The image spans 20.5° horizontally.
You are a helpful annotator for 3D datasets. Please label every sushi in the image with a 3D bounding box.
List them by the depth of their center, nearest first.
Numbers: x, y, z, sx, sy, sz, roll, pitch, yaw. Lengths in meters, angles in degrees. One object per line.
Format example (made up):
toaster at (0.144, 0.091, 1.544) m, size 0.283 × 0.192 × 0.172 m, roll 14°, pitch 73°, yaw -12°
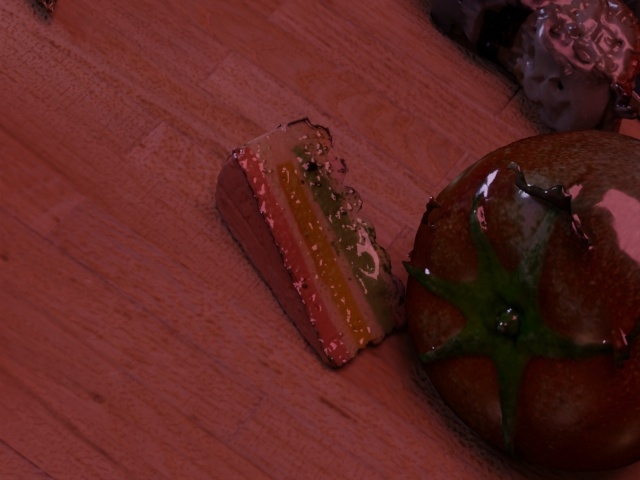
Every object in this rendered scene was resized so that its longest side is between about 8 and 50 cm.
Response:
sushi at (0.220, -0.227, 1.836) m, size 0.130 × 0.124 × 0.332 m, roll -39°, pitch 72°, yaw -25°

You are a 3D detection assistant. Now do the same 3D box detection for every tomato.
tomato at (0.231, 0.044, 1.568) m, size 0.239 × 0.303 × 0.303 m, roll -17°, pitch 61°, yaw -45°

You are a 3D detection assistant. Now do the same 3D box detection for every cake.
cake at (-0.010, 0.007, 1.647) m, size 0.109 × 0.090 × 0.225 m, roll -23°, pitch 84°, yaw -32°

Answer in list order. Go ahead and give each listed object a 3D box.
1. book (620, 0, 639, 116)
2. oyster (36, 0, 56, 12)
book at (0.398, -0.187, 1.924) m, size 0.191 × 0.025 × 0.269 m, roll -30°, pitch 69°, yaw -33°
oyster at (-0.281, -0.263, 1.760) m, size 0.051 × 0.034 × 0.093 m, roll 28°, pitch 39°, yaw -17°
